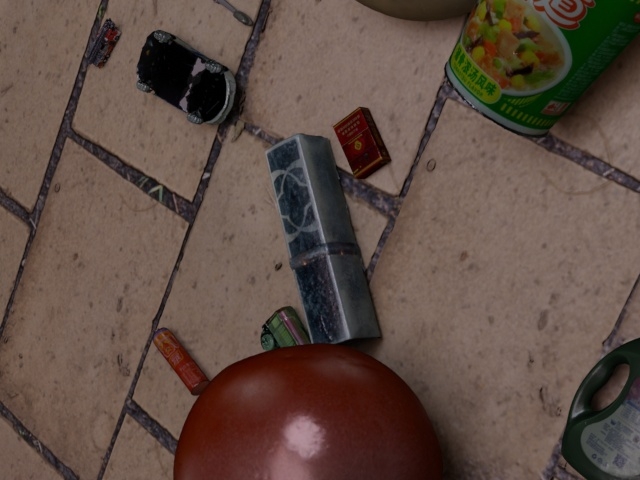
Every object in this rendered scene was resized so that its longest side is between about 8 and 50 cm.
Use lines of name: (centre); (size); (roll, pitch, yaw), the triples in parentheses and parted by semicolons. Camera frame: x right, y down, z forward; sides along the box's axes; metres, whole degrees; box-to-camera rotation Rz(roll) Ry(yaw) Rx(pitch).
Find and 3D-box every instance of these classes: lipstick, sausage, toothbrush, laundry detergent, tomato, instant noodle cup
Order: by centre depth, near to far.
laundry detergent: (0.349, 0.172, 1.244); (0.137, 0.063, 0.211); (35, 111, 40)
instant noodle cup: (0.251, -0.248, 1.250); (0.207, 0.207, 0.233); (52, 126, 26)
tomato: (-0.006, 0.285, 1.368); (0.321, 0.321, 0.322); (0, 89, 39)
lipstick: (0.000, 0.000, 1.514); (0.077, 0.076, 0.290); (-25, 72, 38)
toothbrush: (-0.162, -0.366, 1.683); (0.194, 0.017, 0.014); (43, 109, 33)
sausage: (-0.213, 0.176, 1.709); (0.129, 0.034, 0.034); (48, 117, 28)

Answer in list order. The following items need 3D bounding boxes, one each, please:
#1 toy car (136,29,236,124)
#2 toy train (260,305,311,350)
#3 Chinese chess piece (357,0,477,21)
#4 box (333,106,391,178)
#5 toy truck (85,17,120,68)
toy car: (-0.197, -0.239, 1.685); (0.205, 0.056, 0.095); (33, 109, 30)
toy train: (-0.032, 0.164, 1.562); (0.071, 0.038, 0.148); (-46, 64, 29)
Chinese chess piece: (0.128, -0.436, 1.376); (0.338, 0.140, 0.338); (1, 91, 37)
box: (0.055, -0.128, 1.505); (0.051, 0.023, 0.082); (-34, 69, 34)
toy truck: (-0.345, -0.315, 1.819); (0.083, 0.032, 0.024); (-54, 55, 23)
